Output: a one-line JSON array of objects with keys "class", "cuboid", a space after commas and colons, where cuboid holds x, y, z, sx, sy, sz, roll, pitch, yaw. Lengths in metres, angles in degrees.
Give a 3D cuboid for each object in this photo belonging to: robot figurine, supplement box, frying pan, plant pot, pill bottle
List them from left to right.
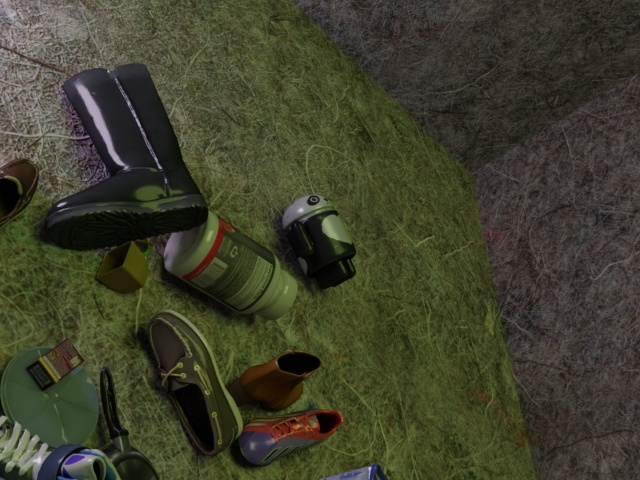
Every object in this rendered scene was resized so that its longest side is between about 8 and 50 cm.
[{"class": "supplement box", "cuboid": [-0.480, 0.224, 1.377, 0.055, 0.043, 0.083, 55, 29, -4]}, {"class": "plant pot", "cuboid": [-0.420, 0.067, 1.648, 0.083, 0.081, 0.082, 52, 28, -32]}, {"class": "frying pan", "cuboid": [-0.355, 0.416, 1.421, 0.197, 0.053, 0.326, 42, 40, -41]}, {"class": "pill bottle", "cuboid": [-0.210, 0.072, 1.859, 0.318, 0.176, 0.176, 36, 36, -34]}, {"class": "robot figurine", "cuboid": [0.001, -0.001, 2.246, 0.278, 0.173, 0.209, 64, -14, 11]}]

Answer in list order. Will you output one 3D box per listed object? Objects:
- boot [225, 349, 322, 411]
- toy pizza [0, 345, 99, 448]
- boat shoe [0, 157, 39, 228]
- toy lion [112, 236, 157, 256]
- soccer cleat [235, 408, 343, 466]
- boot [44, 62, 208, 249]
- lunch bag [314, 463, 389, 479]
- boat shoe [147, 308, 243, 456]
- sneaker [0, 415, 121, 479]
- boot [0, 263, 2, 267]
[{"class": "boot", "cuboid": [-0.070, 0.327, 1.798, 0.295, 0.211, 0.104, 7, 57, -54]}, {"class": "toy pizza", "cuboid": [-0.491, 0.289, 1.377, 0.201, 0.032, 0.201, 39, 33, -32]}, {"class": "boat shoe", "cuboid": [-0.610, -0.089, 1.484, 0.095, 0.095, 0.258, 44, 32, -24]}, {"class": "toy lion", "cuboid": [-0.434, 0.003, 1.736, 0.100, 0.034, 0.096, 45, 39, -23]}, {"class": "soccer cleat", "cuboid": [-0.071, 0.448, 1.779, 0.318, 0.116, 0.109, 5, 58, -55]}, {"class": "boot", "cuboid": [-0.490, -0.209, 1.715, 0.366, 0.146, 0.445, -7, 62, -38]}, {"class": "lunch bag", "cuboid": [0.012, 0.681, 1.465, 0.239, 0.327, 0.386, 52, 27, -29]}, {"class": "boat shoe", "cuboid": [-0.279, 0.300, 1.610, 0.325, 0.116, 0.096, 63, 26, -3]}, {"class": "sneaker", "cuboid": [-0.443, 0.342, 1.192, 0.323, 0.236, 0.130, 52, 30, -12]}, {"class": "boot", "cuboid": [-0.620, -0.014, 1.335, 0.213, 0.077, 0.165, -48, 112, -15]}]
